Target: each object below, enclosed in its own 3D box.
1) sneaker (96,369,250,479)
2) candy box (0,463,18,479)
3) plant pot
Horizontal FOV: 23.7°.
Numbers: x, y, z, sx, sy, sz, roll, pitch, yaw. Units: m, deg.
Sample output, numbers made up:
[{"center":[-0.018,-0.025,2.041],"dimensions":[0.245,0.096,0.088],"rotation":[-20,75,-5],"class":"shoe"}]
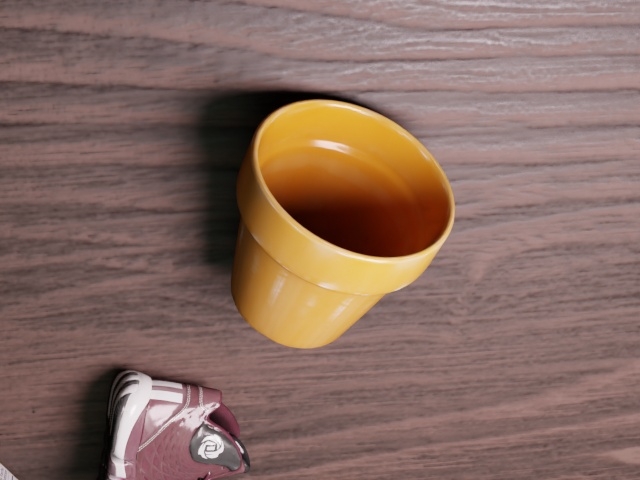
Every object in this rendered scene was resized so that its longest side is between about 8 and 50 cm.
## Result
[{"center":[-0.163,0.274,1.679],"dimensions":[0.162,0.106,0.281],"rotation":[4,121,-14],"class":"sneaker"},{"center":[-0.349,0.346,1.728],"dimensions":[0.109,0.053,0.187],"rotation":[-32,120,13],"class":"candy box"},{"center":[0.000,0.000,1.482],"dimensions":[0.205,0.205,0.188],"rotation":[13,135,-16],"class":"plant pot"}]
